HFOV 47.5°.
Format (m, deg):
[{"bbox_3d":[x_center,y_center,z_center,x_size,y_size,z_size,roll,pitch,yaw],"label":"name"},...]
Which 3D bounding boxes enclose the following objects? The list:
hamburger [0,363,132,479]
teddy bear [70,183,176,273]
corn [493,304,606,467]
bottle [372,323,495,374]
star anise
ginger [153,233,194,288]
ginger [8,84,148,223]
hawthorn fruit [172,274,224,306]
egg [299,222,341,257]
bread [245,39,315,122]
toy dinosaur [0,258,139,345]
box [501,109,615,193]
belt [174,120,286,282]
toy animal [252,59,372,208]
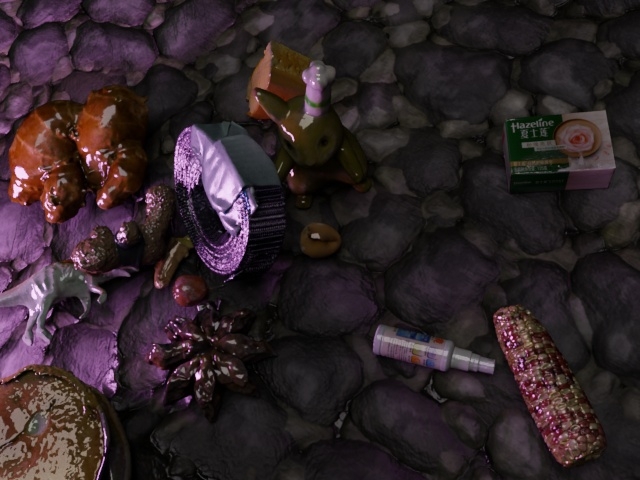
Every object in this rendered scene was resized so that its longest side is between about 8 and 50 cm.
[{"bbox_3d":[-0.501,0.370,1.295,0.318,0.195,0.277,-6,61,6],"label":"hamburger"},{"bbox_3d":[-0.375,-0.005,1.466,0.251,0.182,0.129,-37,85,-24],"label":"teddy bear"},{"bbox_3d":[0.381,0.240,1.236,0.098,0.098,0.290,-23,59,0],"label":"corn"},{"bbox_3d":[0.204,0.203,1.308,0.217,0.060,0.060,13,68,17],"label":"bottle"},{"bbox_3d":[-0.214,0.215,1.364,0.236,0.109,0.223,-29,67,-5],"label":"star anise"},{"bbox_3d":[-0.307,0.037,1.502,0.057,0.044,0.137,28,74,4],"label":"ginger"},{"bbox_3d":[-0.531,-0.181,1.600,0.357,0.152,0.274,-14,82,5],"label":"ginger"},{"bbox_3d":[-0.243,0.100,1.456,0.103,0.067,0.067,2,62,-17],"label":"hawthorn fruit"},{"bbox_3d":[0.000,0.000,1.442,0.083,0.071,0.071,10,66,0],"label":"egg"},{"bbox_3d":[-0.090,-0.340,1.636,0.160,0.169,0.140,-32,52,42],"label":"bread"},{"bbox_3d":[-0.571,0.121,1.477,0.392,0.092,0.205,0,55,9],"label":"toy dinosaur"},{"bbox_3d":[0.463,-0.172,1.427,0.199,0.081,0.135,-3,64,8],"label":"box"},{"bbox_3d":[-0.181,-0.085,1.416,0.122,0.260,0.325,-9,58,-34],"label":"belt"},{"bbox_3d":[-0.017,-0.186,1.389,0.181,0.363,0.180,-9,77,11],"label":"toy animal"}]
